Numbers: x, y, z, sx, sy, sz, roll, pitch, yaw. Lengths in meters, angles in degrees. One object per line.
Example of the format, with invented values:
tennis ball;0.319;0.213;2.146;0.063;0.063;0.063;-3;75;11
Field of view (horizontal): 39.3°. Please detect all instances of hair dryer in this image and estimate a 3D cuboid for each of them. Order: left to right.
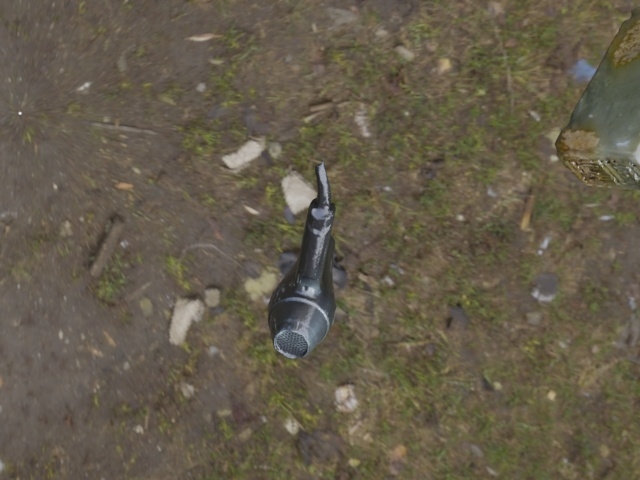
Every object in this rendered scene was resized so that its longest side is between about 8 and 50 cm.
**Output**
hair dryer;0.000;0.000;1.191;0.091;0.235;0.271;15;129;1

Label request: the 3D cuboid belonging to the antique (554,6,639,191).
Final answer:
antique;0.486;-0.222;1.356;0.125;0.150;0.284;34;77;-42
